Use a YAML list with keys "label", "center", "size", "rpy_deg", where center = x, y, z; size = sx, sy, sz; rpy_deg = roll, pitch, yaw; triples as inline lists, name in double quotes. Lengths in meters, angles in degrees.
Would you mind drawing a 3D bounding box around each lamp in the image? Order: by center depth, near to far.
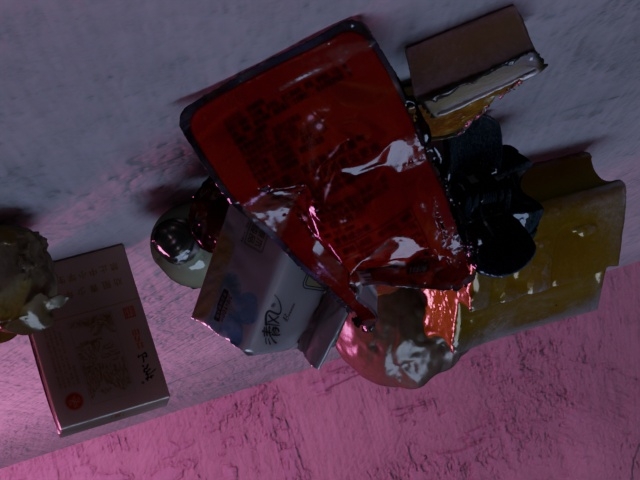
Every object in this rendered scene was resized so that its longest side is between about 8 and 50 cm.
- label: "lamp"
  center: [-0.138, 0.005, 1.507]
  size: [0.101, 0.101, 0.250]
  rpy_deg: [-20, 175, 8]

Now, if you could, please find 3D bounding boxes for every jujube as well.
- label: "jujube"
  center: [-0.068, -0.045, 1.398]
  size: [0.166, 0.104, 0.104]
  rpy_deg: [-27, 176, -35]

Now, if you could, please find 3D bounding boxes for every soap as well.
- label: "soap"
  center: [0.293, 0.022, 1.931]
  size: [0.281, 0.143, 0.259]
  rpy_deg: [-17, 128, -25]

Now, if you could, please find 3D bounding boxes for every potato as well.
- label: "potato"
  center: [0.145, -0.167, 1.226]
  size: [0.122, 0.061, 0.086]
  rpy_deg: [-23, 168, 11]

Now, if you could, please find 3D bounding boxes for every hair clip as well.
- label: "hair clip"
  center: [0.144, -0.042, 1.584]
  size: [0.310, 0.194, 0.206]
  rpy_deg: [-13, 180, -36]

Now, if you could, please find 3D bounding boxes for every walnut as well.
- label: "walnut"
  center: [0.130, 0.107, 2.091]
  size: [0.248, 0.248, 0.248]
  rpy_deg: [-18, 169, -4]

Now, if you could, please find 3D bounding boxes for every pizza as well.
- label: "pizza"
  center: [0.132, -0.151, 1.350]
  size: [0.176, 0.036, 0.185]
  rpy_deg: [-29, 163, 37]

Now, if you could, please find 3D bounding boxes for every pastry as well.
- label: "pastry"
  center: [-0.392, 0.068, 1.333]
  size: [0.257, 0.120, 0.236]
  rpy_deg: [-22, 169, 19]

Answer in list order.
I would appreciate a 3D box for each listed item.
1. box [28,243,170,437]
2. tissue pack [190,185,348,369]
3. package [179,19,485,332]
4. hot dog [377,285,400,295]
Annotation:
- label: "box"
  center: [-0.274, 0.119, 1.568]
  size: [0.141, 0.201, 0.058]
  rpy_deg: [-17, 165, -17]
- label: "tissue pack"
  center: [0.000, 0.000, 1.285]
  size: [0.159, 0.145, 0.229]
  rpy_deg: [2, 113, -55]
- label: "package"
  center: [0.020, -0.043, 1.160]
  size: [0.194, 0.269, 0.071]
  rpy_deg: [-29, -155, 10]
- label: "hot dog"
  center: [0.102, 0.010, 1.852]
  size: [0.093, 0.123, 0.261]
  rpy_deg: [7, 167, 0]
